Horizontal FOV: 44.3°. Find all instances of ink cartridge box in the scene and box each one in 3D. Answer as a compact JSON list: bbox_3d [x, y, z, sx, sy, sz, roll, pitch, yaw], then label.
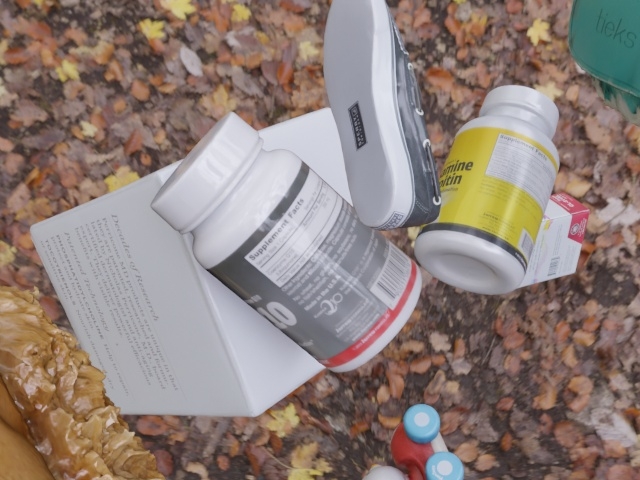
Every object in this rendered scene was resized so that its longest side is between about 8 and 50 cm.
[{"bbox_3d":[0.342,0.003,1.300,0.175,0.127,0.072,-12,36,-21],"label":"ink cartridge box"}]

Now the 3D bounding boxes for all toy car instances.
[{"bbox_3d":[0.151,0.481,1.584,0.238,0.219,0.210,-19,53,-6],"label":"toy car"}]

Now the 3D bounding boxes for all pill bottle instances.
[{"bbox_3d":[-0.038,0.003,0.876,0.283,0.161,0.161,41,78,-16],"label":"pill bottle"},{"bbox_3d":[0.162,-0.050,0.735,0.103,0.103,0.184,19,68,10],"label":"pill bottle"}]

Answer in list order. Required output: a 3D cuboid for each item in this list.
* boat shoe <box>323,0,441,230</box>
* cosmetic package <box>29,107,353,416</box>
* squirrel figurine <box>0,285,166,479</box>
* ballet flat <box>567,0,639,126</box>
[{"bbox_3d":[0.033,-0.073,0.421,0.040,0.049,0.142,2,74,-35],"label":"boat shoe"},{"bbox_3d":[-0.154,0.042,1.171,0.329,0.393,0.327,-28,100,-42],"label":"cosmetic package"},{"bbox_3d":[-0.193,0.208,0.501,0.370,0.397,0.281,35,109,-1],"label":"squirrel figurine"},{"bbox_3d":[0.264,-0.084,0.429,0.147,0.147,0.409,-8,33,2],"label":"ballet flat"}]
